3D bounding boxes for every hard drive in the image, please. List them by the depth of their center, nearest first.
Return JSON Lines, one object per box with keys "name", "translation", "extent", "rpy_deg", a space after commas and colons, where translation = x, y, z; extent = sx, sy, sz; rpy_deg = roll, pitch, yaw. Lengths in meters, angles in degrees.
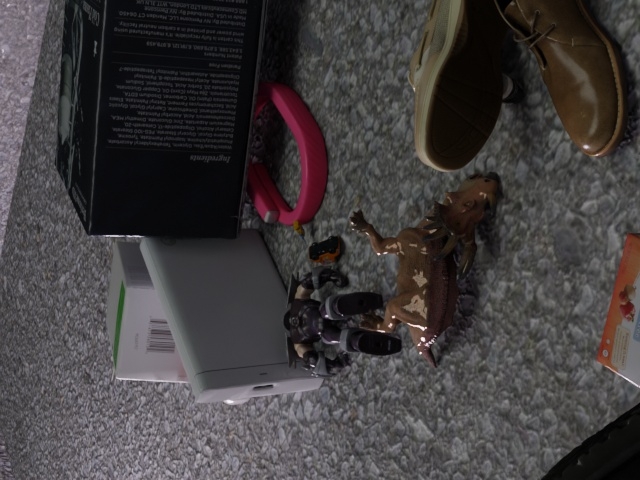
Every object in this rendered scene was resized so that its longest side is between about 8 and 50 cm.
{"name": "hard drive", "translation": [-0.160, 0.122, 1.924], "extent": [0.353, 0.233, 0.047], "rpy_deg": [63, 143, 36]}

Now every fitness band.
{"name": "fitness band", "translation": [-0.077, -0.157, 1.946], "extent": [0.291, 0.054, 0.209], "rpy_deg": [58, 138, 39]}

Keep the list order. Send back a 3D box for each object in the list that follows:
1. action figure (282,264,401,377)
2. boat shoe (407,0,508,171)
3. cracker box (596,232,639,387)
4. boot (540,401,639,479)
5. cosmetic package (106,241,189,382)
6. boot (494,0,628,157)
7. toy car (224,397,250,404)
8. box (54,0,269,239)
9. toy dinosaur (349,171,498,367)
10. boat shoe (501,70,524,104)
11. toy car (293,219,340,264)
{"name": "action figure", "translation": [0.015, 0.135, 1.769], "extent": [0.285, 0.099, 0.185], "rpy_deg": [-3, 96, 64]}
{"name": "boat shoe", "translation": [0.168, -0.218, 1.396], "extent": [0.098, 0.109, 0.302], "rpy_deg": [-17, 54, 53]}
{"name": "cracker box", "translation": [0.401, 0.101, 1.120], "extent": [0.232, 0.067, 0.155], "rpy_deg": [34, 120, 54]}
{"name": "boot", "translation": [0.346, 0.272, 0.977], "extent": [0.348, 0.131, 0.260], "rpy_deg": [-41, 76, 15]}
{"name": "cosmetic package", "translation": [-0.351, 0.140, 2.246], "extent": [0.365, 0.155, 0.197], "rpy_deg": [-139, 56, -70]}
{"name": "boot", "translation": [0.269, -0.236, 1.285], "extent": [0.112, 0.115, 0.305], "rpy_deg": [-40, 58, 51]}
{"name": "toy car", "translation": [-0.183, 0.224, 2.065], "extent": [0.182, 0.136, 0.159], "rpy_deg": [-41, 56, 53]}
{"name": "box", "translation": [-0.320, -0.297, 2.060], "extent": [0.480, 0.297, 0.471], "rpy_deg": [-137, 50, -62]}
{"name": "toy dinosaur", "translation": [0.153, 0.054, 1.501], "extent": [0.200, 0.127, 0.295], "rpy_deg": [11, 107, 52]}
{"name": "boat shoe", "translation": [0.222, -0.212, 1.441], "extent": [0.125, 0.038, 0.046], "rpy_deg": [35, 100, 53]}
{"name": "toy car", "translation": [0.000, 0.000, 1.847], "extent": [0.040, 0.060, 0.122], "rpy_deg": [55, -176, -39]}
